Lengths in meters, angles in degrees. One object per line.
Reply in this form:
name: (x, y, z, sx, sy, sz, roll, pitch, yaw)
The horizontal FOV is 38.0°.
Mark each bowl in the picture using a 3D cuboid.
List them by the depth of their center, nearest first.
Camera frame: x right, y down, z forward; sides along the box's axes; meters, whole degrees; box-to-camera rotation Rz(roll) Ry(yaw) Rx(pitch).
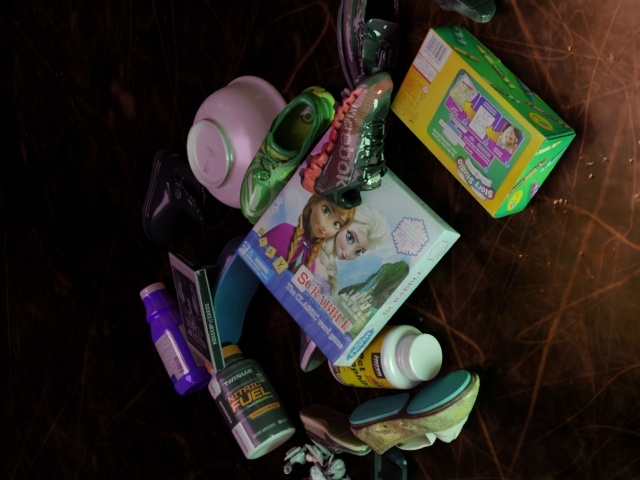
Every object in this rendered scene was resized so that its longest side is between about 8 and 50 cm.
bowl: (-0.185, -0.191, 1.944, 0.298, 0.134, 0.298, 18, 115, 45)

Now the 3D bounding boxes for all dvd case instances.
dvd case: (-0.275, 0.152, 2.062, 0.179, 0.029, 0.239, 26, 129, 59)

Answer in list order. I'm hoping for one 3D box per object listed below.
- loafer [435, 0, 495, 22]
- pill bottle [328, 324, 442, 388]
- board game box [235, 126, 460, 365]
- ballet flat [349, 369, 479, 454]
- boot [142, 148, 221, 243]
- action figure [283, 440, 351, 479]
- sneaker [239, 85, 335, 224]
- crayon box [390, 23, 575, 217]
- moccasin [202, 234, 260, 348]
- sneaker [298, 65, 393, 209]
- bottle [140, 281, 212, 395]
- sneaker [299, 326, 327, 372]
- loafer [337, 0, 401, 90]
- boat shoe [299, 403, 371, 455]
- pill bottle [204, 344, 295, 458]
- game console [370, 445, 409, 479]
loafer: (0.214, -0.392, 1.480, 0.170, 0.062, 0.061, 51, 157, 30)
pill bottle: (0.121, 0.216, 1.733, 0.215, 0.117, 0.117, -8, 96, 50)
board game box: (0.038, 0.006, 1.699, 0.319, 0.066, 0.318, 46, 106, 29)
ballet flat: (0.191, 0.325, 1.707, 0.348, 0.123, 0.123, -30, 79, 49)
boot: (-0.321, -0.074, 2.168, 0.207, 0.094, 0.247, 31, 118, 44)
action figure: (-0.021, 0.550, 2.028, 0.185, 0.099, 0.285, 59, 135, 25)
sneaker: (-0.081, -0.164, 1.772, 0.109, 0.123, 0.296, 33, 107, 13)
crayon box: (0.249, -0.192, 1.477, 0.278, 0.081, 0.165, 51, 135, 26)
moccasin: (-0.229, 0.112, 2.093, 0.117, 0.137, 0.342, 51, 134, 32)
sneaker: (0.069, -0.162, 1.583, 0.135, 0.097, 0.276, 44, 129, 19)
bottle: (-0.364, 0.242, 2.325, 0.118, 0.092, 0.283, -45, 68, 46)
sneaker: (-0.031, 0.144, 1.904, 0.163, 0.086, 0.226, 37, 123, 29)
loafer: (0.091, -0.389, 1.582, 0.095, 0.109, 0.303, 5, 103, 44)
boat shoe: (0.037, 0.403, 1.929, 0.223, 0.080, 0.073, 15, 122, 53)
pill bottle: (-0.169, 0.358, 2.108, 0.246, 0.130, 0.130, 57, 137, 19)
game console: (0.151, 0.577, 1.878, 0.213, 0.044, 0.361, 16, 115, 44)
